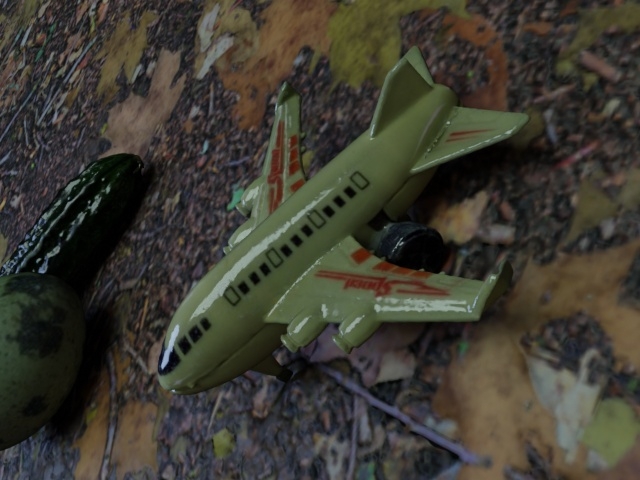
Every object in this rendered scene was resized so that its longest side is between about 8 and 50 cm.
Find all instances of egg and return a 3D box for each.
[{"bbox_3d":[-0.286,0.104,0.698,0.182,0.141,0.141,-47,41,7],"label":"egg"}]

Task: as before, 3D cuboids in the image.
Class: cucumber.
[{"bbox_3d":[-0.266,0.017,0.775,0.265,0.077,0.077,-50,41,18],"label":"cucumber"}]

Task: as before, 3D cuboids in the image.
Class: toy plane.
[{"bbox_3d":[0.000,0.000,0.471,0.256,0.104,0.242,-53,43,12],"label":"toy plane"}]
